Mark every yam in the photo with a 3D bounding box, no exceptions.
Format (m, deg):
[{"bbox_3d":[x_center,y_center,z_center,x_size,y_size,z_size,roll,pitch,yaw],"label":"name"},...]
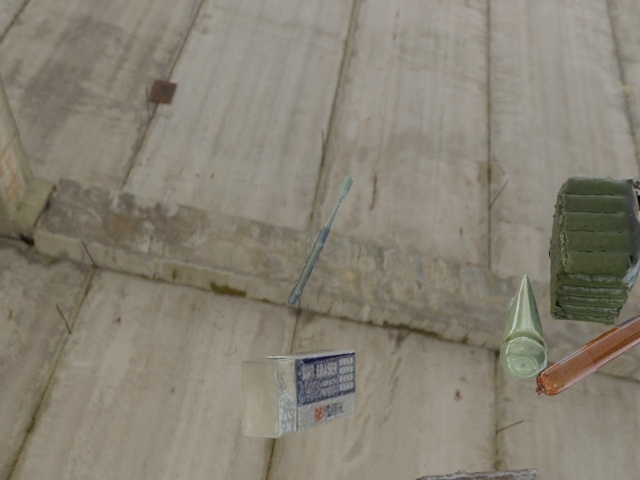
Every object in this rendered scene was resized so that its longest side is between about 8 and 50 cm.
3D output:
[{"bbox_3d":[0.174,0.296,0.711,0.141,0.079,0.079,-7,-125,10],"label":"yam"}]

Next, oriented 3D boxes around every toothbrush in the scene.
[{"bbox_3d":[0.000,0.000,0.997,0.016,0.019,0.219,25,-90,-3],"label":"toothbrush"}]

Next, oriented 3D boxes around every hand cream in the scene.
[{"bbox_3d":[0.447,0.192,1.407,0.093,0.147,0.306,7,-157,16],"label":"hand cream"}]

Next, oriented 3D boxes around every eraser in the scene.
[{"bbox_3d":[-0.029,0.256,1.112,0.081,0.279,0.124,-5,-98,29],"label":"eraser"}]

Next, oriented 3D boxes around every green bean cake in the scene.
[{"bbox_3d":[0.707,0.032,1.648,0.218,0.335,0.318,3,-116,18],"label":"green bean cake"}]

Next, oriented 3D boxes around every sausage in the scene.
[{"bbox_3d":[0.546,0.221,1.258,0.348,0.053,0.053,-22,-117,-24],"label":"sausage"}]
